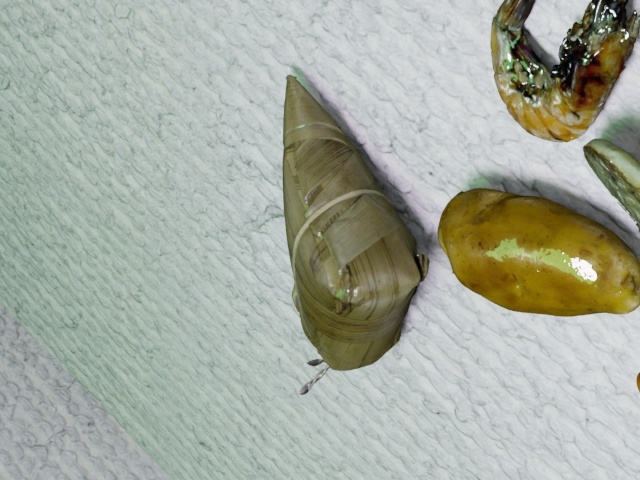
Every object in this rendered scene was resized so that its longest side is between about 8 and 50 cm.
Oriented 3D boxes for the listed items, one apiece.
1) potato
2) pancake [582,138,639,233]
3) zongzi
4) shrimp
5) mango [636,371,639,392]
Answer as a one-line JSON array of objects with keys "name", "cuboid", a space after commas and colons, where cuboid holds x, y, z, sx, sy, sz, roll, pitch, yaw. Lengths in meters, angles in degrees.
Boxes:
[{"name": "potato", "cuboid": [0.338, 0.027, 2.071, 0.369, 0.176, 0.196, 15, 101, 41]}, {"name": "pancake", "cuboid": [0.457, -0.048, 1.855, 0.254, 0.037, 0.253, 54, -179, -1]}, {"name": "zongzi", "cuboid": [0.021, -0.006, 2.497, 0.500, 0.218, 0.467, 102, 153, -62]}, {"name": "shrimp", "cuboid": [0.335, -0.288, 1.889, 0.233, 0.071, 0.365, 49, 152, 22]}, {"name": "mango", "cuboid": [0.593, 0.242, 1.953, 0.267, 0.111, 0.133, 16, 114, 47]}]
